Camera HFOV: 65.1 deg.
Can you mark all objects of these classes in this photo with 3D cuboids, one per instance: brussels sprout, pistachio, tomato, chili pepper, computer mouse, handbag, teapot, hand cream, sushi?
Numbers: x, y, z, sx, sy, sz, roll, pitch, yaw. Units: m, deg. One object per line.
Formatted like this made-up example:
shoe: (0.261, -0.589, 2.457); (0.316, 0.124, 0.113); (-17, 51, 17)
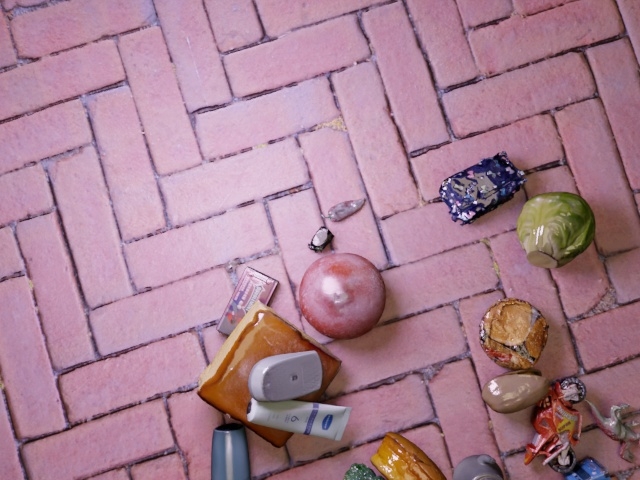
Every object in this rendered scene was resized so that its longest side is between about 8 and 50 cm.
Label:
brussels sprout: (0.725, -0.035, 1.551); (0.244, 0.244, 0.243); (0, 87, 0)
pistachio: (0.598, 0.458, 1.548); (0.206, 0.129, 0.131); (-22, 118, 1)
tomato: (0.066, 0.170, 1.520); (0.271, 0.227, 0.270); (0, 86, 3)
chili pepper: (0.076, -0.099, 1.628); (0.153, 0.041, 0.050); (-26, 107, -18)
computer mouse: (-0.098, 0.385, 1.418); (0.231, 0.079, 0.127); (-1, 91, -33)
handbag: (0.512, -0.164, 1.599); (0.260, 0.113, 0.162); (-31, 81, -1)
teapot: (0.502, 0.770, 1.523); (0.163, 0.149, 0.239); (9, 86, -1)
hand cream: (-0.064, 0.514, 1.465); (0.321, 0.067, 0.109); (18, 93, -24)
sushi: (0.000, 0.000, 1.600); (0.056, 0.083, 0.084); (36, 86, 1)

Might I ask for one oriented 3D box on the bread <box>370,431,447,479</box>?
bread: (0.276, 0.700, 1.498); (0.270, 0.195, 0.142); (43, 78, 10)

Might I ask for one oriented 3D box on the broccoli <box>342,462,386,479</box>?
broccoli: (0.096, 0.824, 1.493); (0.269, 0.269, 0.254); (-20, 82, -1)

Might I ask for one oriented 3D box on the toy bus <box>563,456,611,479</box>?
toy bus: (0.845, 0.808, 1.538); (0.134, 0.116, 0.233); (-19, 89, 2)

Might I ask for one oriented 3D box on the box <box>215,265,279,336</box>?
box: (-0.231, 0.205, 1.594); (0.120, 0.069, 0.224); (24, 87, 1)

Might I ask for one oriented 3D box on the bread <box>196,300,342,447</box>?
bread: (-0.156, 0.404, 1.516); (0.324, 0.143, 0.333); (36, 87, -15)

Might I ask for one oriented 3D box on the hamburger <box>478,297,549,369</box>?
hamburger: (0.599, 0.290, 1.576); (0.231, 0.107, 0.230); (0, 83, 2)

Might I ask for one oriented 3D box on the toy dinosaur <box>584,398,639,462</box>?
toy dinosaur: (0.917, 0.585, 1.581); (0.242, 0.053, 0.167); (24, 93, -7)

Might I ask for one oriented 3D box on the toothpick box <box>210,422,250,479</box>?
toothpick box: (-0.279, 0.663, 1.542); (0.121, 0.120, 0.184); (-4, 84, 0)

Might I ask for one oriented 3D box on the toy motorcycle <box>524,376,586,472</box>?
toy motorcycle: (0.731, 0.567, 1.565); (0.171, 0.089, 0.297); (10, 87, 2)
